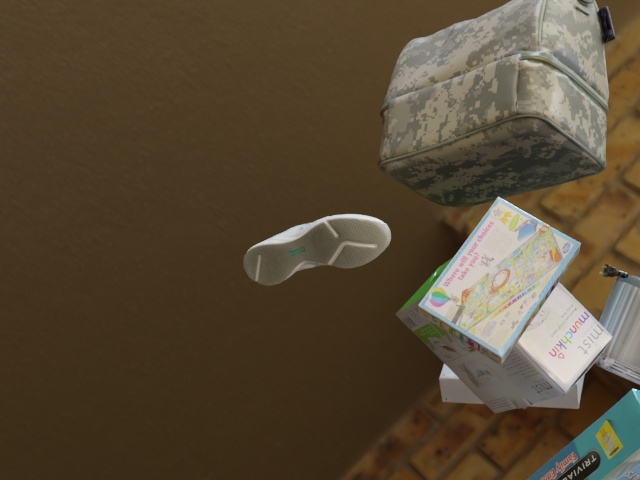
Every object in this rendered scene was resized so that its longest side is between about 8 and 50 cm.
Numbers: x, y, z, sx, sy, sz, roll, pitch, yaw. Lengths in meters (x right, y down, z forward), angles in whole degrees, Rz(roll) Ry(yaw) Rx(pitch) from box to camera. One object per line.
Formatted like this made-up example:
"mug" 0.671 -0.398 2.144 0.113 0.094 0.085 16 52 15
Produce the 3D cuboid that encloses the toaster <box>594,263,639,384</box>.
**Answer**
"toaster" 0.499 0.145 1.764 0.227 0.129 0.146 24 -89 0

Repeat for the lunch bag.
"lunch bag" 0.247 -0.210 1.655 0.213 0.305 0.256 23 -118 -40

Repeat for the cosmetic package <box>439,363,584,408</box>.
"cosmetic package" 0.336 0.238 2.078 0.099 0.239 0.060 -64 -31 -52

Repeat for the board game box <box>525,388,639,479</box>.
"board game box" 0.402 0.344 1.565 0.254 0.079 0.336 17 -50 -29

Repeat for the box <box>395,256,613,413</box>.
"box" 0.265 0.129 1.772 0.127 0.231 0.262 -46 -1 -21

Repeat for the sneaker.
"sneaker" 0.000 0.000 1.145 0.061 0.152 0.053 -45 -60 -60

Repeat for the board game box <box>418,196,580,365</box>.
"board game box" 0.188 0.041 1.246 0.154 0.103 0.026 -52 -20 -17
